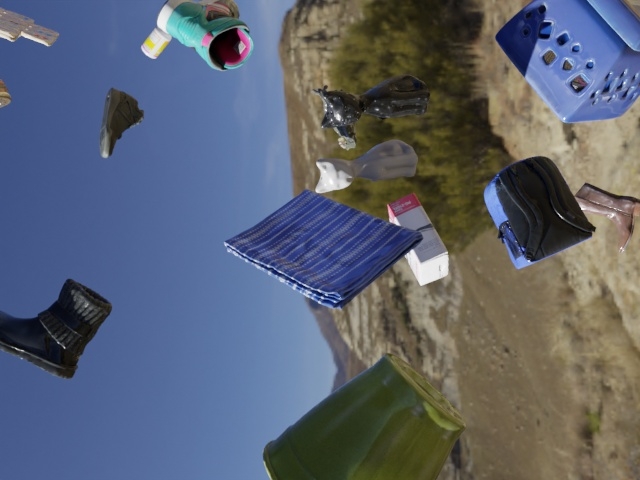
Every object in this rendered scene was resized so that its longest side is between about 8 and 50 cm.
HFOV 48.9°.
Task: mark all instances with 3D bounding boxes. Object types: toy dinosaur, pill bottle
[{"bbox_3d":[0.036,-0.274,1.521,0.268,0.064,0.118,24,-137,-77],"label":"toy dinosaur"},{"bbox_3d":[-0.372,-0.463,1.619,0.043,0.083,0.043,37,-154,-22],"label":"pill bottle"}]

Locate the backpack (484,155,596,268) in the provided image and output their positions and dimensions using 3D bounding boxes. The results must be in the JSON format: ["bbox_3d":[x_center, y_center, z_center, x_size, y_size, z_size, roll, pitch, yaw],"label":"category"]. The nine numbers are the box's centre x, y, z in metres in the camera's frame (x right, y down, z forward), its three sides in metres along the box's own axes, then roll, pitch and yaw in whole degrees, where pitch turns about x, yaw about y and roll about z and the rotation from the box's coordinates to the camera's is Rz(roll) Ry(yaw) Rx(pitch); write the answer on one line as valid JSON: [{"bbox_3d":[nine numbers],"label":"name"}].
[{"bbox_3d":[0.255,-0.035,0.867,0.101,0.097,0.120,118,128,-78],"label":"backpack"}]

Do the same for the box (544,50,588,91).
[{"bbox_3d":[0.543,-0.393,1.618,0.029,0.162,0.116,112,168,-46],"label":"box"}]

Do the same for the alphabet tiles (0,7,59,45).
[{"bbox_3d":[-0.763,-0.518,1.648,0.284,0.277,0.021,-120,49,-64],"label":"alphabet tiles"}]

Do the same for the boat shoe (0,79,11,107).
[{"bbox_3d":[-0.855,-0.348,1.748,0.064,0.177,0.060,25,-133,-80],"label":"boat shoe"}]

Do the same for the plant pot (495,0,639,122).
[{"bbox_3d":[0.519,-0.380,1.330,0.236,0.235,0.212,59,136,20],"label":"plant pot"}]

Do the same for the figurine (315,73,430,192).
[{"bbox_3d":[0.083,-0.191,1.311,0.092,0.209,0.215,42,136,44],"label":"figurine"}]

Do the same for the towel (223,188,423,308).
[{"bbox_3d":[0.000,0.000,1.354,0.243,0.335,0.040,-36,-50,-29],"label":"towel"}]

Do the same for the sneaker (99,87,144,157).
[{"bbox_3d":[-0.638,-0.368,2.269,0.087,0.130,0.228,-15,64,56],"label":"sneaker"}]

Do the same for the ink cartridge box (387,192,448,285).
[{"bbox_3d":[0.309,-0.001,2.227,0.172,0.100,0.237,70,175,-62],"label":"ink cartridge box"}]

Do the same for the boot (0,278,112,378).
[{"bbox_3d":[-0.807,0.218,2.064,0.260,0.347,0.131,-64,-2,1],"label":"boot"}]

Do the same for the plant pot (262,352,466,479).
[{"bbox_3d":[0.125,0.456,1.564,0.353,0.366,0.366,-48,-2,4],"label":"plant pot"}]

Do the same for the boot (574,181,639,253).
[{"bbox_3d":[0.508,-0.041,1.269,0.037,0.114,0.107,-11,-63,-66],"label":"boot"}]

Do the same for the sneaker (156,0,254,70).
[{"bbox_3d":[-0.220,-0.475,1.600,0.124,0.178,0.295,-55,-7,29],"label":"sneaker"}]
